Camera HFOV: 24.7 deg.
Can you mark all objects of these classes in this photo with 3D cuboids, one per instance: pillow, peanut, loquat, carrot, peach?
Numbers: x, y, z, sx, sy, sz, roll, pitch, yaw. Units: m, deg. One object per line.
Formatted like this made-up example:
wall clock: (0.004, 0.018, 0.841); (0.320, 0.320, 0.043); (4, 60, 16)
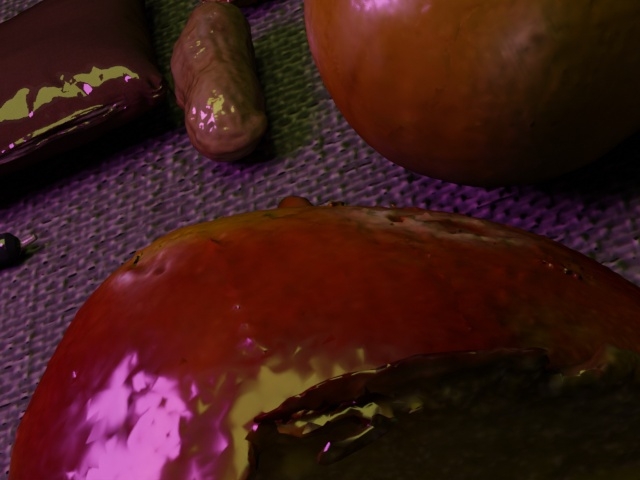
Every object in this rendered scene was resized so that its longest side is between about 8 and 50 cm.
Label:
pillow: (-0.312, -0.165, 1.539); (0.308, 0.108, 0.305); (-24, 34, 4)
peanut: (-0.096, -0.152, 1.419); (0.099, 0.099, 0.214); (-26, 45, 5)
loquat: (0.141, -0.216, 1.142); (0.328, 0.359, 0.328); (-15, 31, 9)
carrot: (0.000, 0.000, 1.242); (0.035, 0.035, 0.142); (-36, 46, -8)
peach: (0.041, 0.136, 0.829); (0.417, 0.339, 0.353); (9, 44, 27)

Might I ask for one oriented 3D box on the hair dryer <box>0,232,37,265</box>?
hair dryer: (-0.379, 0.014, 1.435); (0.219, 0.071, 0.124); (-11, 42, 12)

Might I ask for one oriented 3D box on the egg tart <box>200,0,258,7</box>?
egg tart: (-0.081, -0.293, 1.586); (0.130, 0.052, 0.130); (-17, 39, 15)
